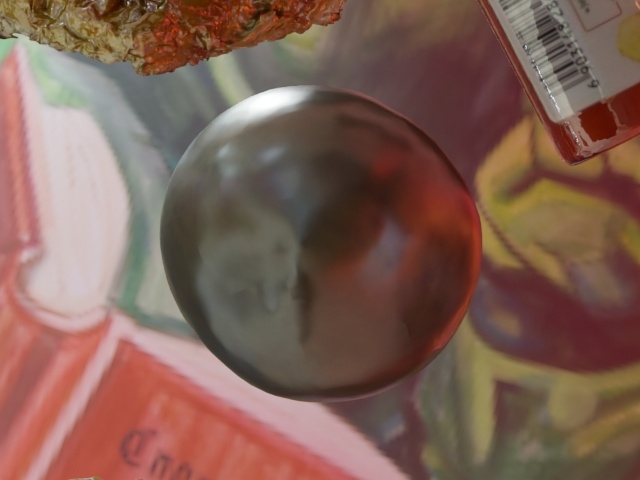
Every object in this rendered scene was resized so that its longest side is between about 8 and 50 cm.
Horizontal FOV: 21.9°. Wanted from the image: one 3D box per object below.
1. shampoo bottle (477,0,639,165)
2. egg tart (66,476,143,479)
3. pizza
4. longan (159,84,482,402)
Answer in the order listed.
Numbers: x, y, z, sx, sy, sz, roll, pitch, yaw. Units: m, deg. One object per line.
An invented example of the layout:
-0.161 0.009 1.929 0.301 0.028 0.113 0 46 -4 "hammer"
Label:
0.130 -0.189 0.996 0.278 0.104 0.104 62 -19 0 "shampoo bottle"
-0.122 0.243 0.647 0.120 0.315 0.315 24 -6 39 "egg tart"
-0.121 -0.193 1.230 0.335 0.086 0.226 1 26 -8 "pizza"
0.000 0.000 0.848 0.167 0.167 0.187 18 -27 -2 "longan"
